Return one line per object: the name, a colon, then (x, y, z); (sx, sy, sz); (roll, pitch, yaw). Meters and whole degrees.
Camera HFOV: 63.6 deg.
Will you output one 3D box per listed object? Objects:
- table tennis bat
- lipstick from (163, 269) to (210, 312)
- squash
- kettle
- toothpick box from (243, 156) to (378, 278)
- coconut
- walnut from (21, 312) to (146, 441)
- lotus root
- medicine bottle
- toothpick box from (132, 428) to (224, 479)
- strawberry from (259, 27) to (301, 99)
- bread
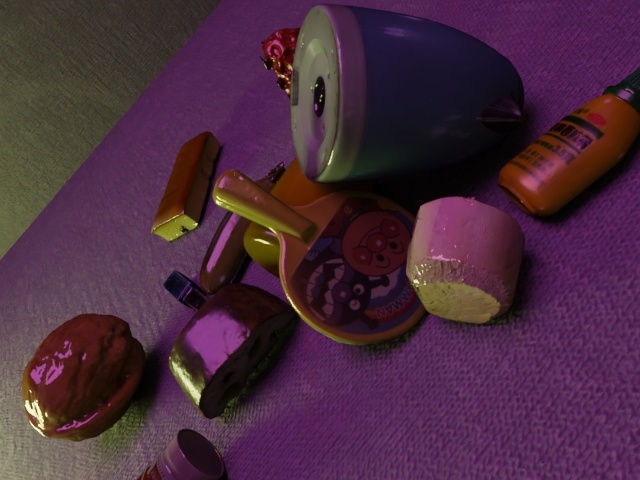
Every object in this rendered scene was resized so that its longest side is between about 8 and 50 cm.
table tennis bat: (0.000, 0.000, 0.759); (0.224, 0.369, 0.054); (-56, -9, -13)
lipstick: (-0.253, 0.137, 1.094); (0.051, 0.051, 0.312); (-54, 37, -10)
squash: (-0.171, -0.034, 1.137); (0.095, 0.094, 0.340); (8, 66, 50)
kettle: (0.136, -0.233, 0.818); (0.319, 0.342, 0.247); (-123, 33, -55)
toothpick box: (-0.001, -0.064, 0.912); (0.175, 0.175, 0.271); (2, 56, 48)
coconut: (0.186, 0.015, 0.666); (0.147, 0.147, 0.152); (-9, 54, 42)
walnut: (-0.482, 0.278, 1.049); (0.257, 0.224, 0.257); (-6, 41, 6)
lotus root: (-0.157, 0.175, 0.882); (0.119, 0.138, 0.235); (34, 76, 24)
medicine bottle: (0.377, -0.153, 0.676); (0.309, 0.076, 0.111); (-41, 37, 9)
toothpick box: (-0.235, 0.382, 0.801); (0.149, 0.098, 0.098); (-47, 35, 1)
strawberry: (0.024, -0.350, 1.076); (0.150, 0.280, 0.253); (-24, 33, 27)
bread: (-0.381, -0.168, 1.492); (0.138, 0.077, 0.361); (-26, 41, 30)
